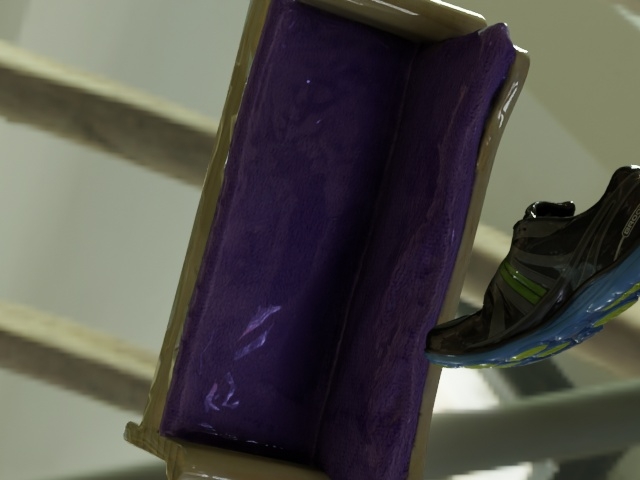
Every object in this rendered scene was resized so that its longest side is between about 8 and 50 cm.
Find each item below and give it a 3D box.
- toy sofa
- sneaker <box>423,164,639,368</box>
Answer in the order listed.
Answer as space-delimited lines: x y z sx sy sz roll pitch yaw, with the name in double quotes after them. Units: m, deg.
0.000 0.000 1.196 0.177 0.150 0.362 13 -92 62 "toy sofa"
0.133 0.020 1.015 0.188 0.067 0.078 -38 -114 36 "sneaker"
